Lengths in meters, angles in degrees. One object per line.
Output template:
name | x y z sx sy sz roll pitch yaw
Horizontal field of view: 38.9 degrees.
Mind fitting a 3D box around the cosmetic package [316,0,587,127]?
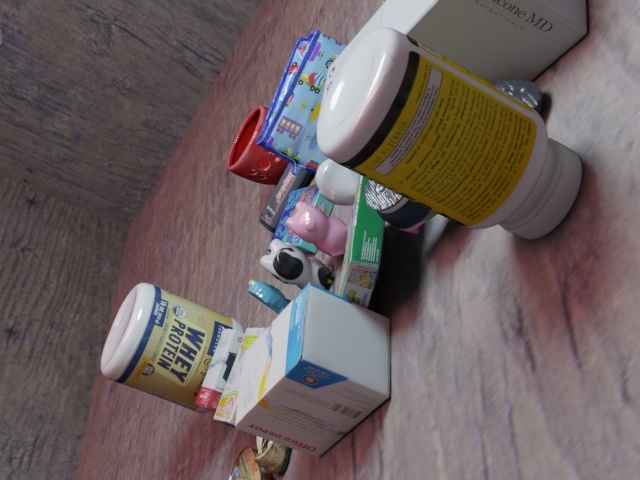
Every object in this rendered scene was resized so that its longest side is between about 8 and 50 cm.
cosmetic package | 0.206 -0.315 1.529 0.453 0.230 0.161 -43 30 49

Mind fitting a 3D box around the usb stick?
usb stick | -0.067 -0.147 2.273 0.077 0.045 0.278 38 108 26

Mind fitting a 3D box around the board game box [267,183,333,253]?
board game box | -0.043 -0.046 2.117 0.210 0.047 0.160 -10 58 66

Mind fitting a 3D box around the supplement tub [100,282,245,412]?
supplement tub | -0.307 0.252 2.040 0.228 0.316 0.228 -52 24 34

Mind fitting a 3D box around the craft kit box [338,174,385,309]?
craft kit box | 0.075 0.009 1.608 0.247 0.061 0.250 95 -177 -53

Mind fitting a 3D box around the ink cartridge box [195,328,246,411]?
ink cartridge box | -0.171 0.290 1.929 0.072 0.127 0.175 -10 58 65

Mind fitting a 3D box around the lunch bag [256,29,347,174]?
lunch bag | 0.009 -0.275 1.997 0.293 0.221 0.138 -66 19 -4

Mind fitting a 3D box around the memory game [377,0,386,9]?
memory game | 0.194 -0.636 2.259 0.186 0.012 0.186 -52 23 33

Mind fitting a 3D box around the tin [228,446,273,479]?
tin | -0.136 0.475 1.760 0.106 0.040 0.190 -66 19 10

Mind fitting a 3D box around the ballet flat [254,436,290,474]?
ballet flat | -0.082 0.340 1.732 0.073 0.067 0.206 -42 29 50

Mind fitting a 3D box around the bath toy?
bath toy | 0.000 0.000 1.845 0.129 0.151 0.348 34 98 31

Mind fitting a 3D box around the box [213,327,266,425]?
box | -0.123 0.289 1.845 0.114 0.103 0.203 -13 55 67

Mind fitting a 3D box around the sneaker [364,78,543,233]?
sneaker | 0.227 -0.130 1.451 0.319 0.131 0.112 -34 46 16

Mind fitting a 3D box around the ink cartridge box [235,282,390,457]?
ink cartridge box | -0.014 0.225 1.540 0.233 0.171 0.168 -48 26 39

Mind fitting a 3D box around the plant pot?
plant pot | -0.126 -0.233 2.361 0.191 0.174 0.191 -52 24 34

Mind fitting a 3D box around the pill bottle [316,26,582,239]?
pill bottle | 0.178 -0.130 1.221 0.188 0.334 0.188 -52 23 33
